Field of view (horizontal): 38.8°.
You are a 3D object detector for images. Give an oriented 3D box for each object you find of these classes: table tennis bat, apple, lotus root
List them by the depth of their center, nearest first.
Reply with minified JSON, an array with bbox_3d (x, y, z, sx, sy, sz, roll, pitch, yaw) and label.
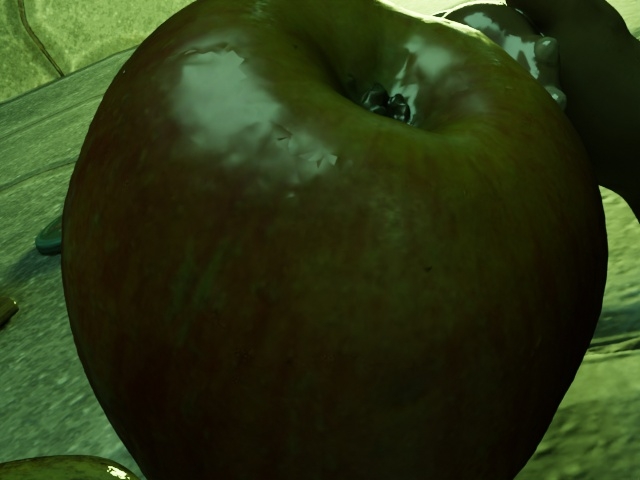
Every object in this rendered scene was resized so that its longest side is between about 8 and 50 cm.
[{"bbox_3d":[0.000,0.000,0.482,0.301,0.302,0.301,-20,24,9],"label":"apple"},{"bbox_3d":[-0.181,0.175,0.558,0.179,0.089,0.081,-16,67,8],"label":"lotus root"},{"bbox_3d":[-0.282,-0.035,1.176,0.201,0.033,0.124,-20,25,19],"label":"table tennis bat"}]

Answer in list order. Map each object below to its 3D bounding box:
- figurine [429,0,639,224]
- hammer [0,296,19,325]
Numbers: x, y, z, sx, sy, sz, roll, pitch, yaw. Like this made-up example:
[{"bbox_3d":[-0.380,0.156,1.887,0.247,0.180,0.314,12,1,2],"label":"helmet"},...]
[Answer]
[{"bbox_3d":[0.160,-0.071,0.650,0.173,0.247,0.177,-57,14,-9],"label":"figurine"},{"bbox_3d":[-0.435,0.166,0.885,0.111,0.044,0.365,-7,26,36],"label":"hammer"}]
